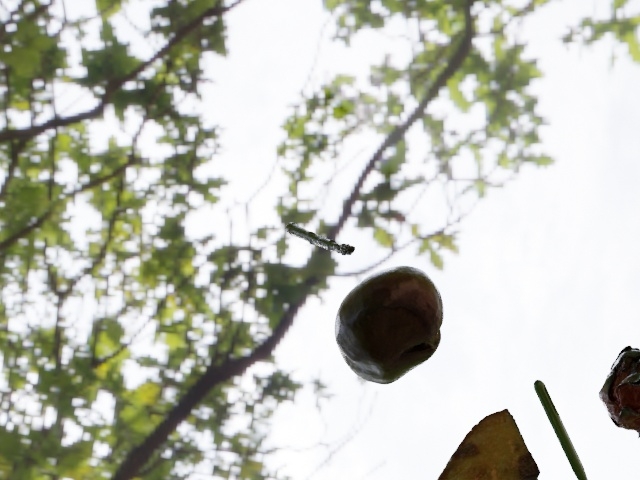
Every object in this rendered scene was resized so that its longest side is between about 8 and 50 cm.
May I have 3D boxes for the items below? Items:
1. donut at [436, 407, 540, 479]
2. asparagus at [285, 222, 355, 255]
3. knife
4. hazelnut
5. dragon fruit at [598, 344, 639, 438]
[{"bbox_3d":[0.228,0.370,1.561,0.295,0.151,0.112,-111,-4,-50],"label":"donut"},{"bbox_3d":[0.000,0.000,2.043,0.025,0.248,0.024,5,-83,-26],"label":"asparagus"},{"bbox_3d":[0.314,0.267,1.553,0.212,0.015,0.054,65,-156,3],"label":"knife"},{"bbox_3d":[0.128,0.162,2.475,0.217,0.217,0.252,-41,-21,-49],"label":"hazelnut"},{"bbox_3d":[0.482,0.224,1.881,0.121,0.130,0.142,-2,-82,-20],"label":"dragon fruit"}]
